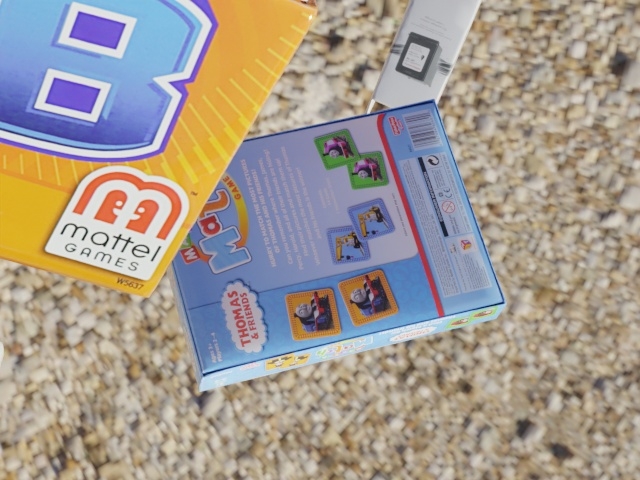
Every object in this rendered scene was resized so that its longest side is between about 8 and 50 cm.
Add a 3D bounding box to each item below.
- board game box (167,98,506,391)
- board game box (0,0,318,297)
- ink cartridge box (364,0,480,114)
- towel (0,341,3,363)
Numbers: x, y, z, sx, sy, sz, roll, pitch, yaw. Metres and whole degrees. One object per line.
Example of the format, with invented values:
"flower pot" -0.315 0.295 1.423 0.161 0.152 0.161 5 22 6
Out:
"board game box" 0.000 0.000 1.046 0.212 0.039 0.160 -12 70 -13
"board game box" -0.181 -0.256 0.703 0.356 0.356 0.356 17 124 -25
"ink cartridge box" 0.101 -0.185 1.429 0.060 0.104 0.180 23 127 2
"towel" -0.234 0.227 0.927 0.056 0.324 0.312 8 141 -4
